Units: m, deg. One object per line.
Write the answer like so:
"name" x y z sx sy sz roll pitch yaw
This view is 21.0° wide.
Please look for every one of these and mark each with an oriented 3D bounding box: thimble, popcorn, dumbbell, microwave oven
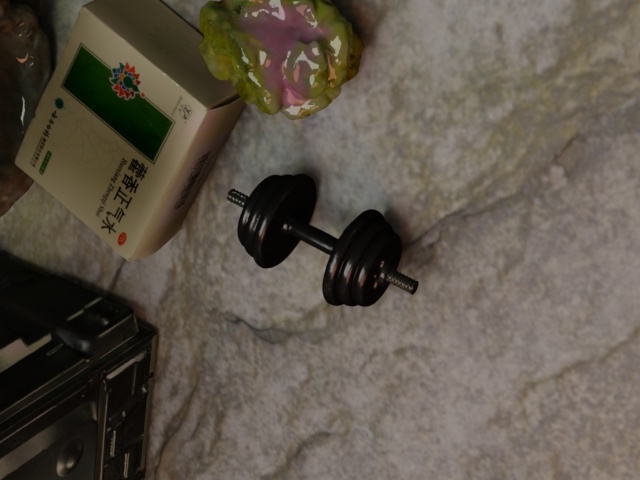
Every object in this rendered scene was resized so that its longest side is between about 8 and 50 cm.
"thimble" -0.368 -0.139 1.743 0.148 0.196 0.229 17 89 23
"popcorn" -0.037 -0.179 1.547 0.145 0.126 0.126 17 113 20
"dumbbell" 0.000 0.000 1.616 0.208 0.099 0.099 27 123 21
"microwave oven" -0.409 0.193 1.787 0.333 0.394 0.247 20 121 25

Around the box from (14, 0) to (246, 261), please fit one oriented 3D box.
"box" -0.182 -0.113 1.691 0.168 0.095 0.212 38 127 10
